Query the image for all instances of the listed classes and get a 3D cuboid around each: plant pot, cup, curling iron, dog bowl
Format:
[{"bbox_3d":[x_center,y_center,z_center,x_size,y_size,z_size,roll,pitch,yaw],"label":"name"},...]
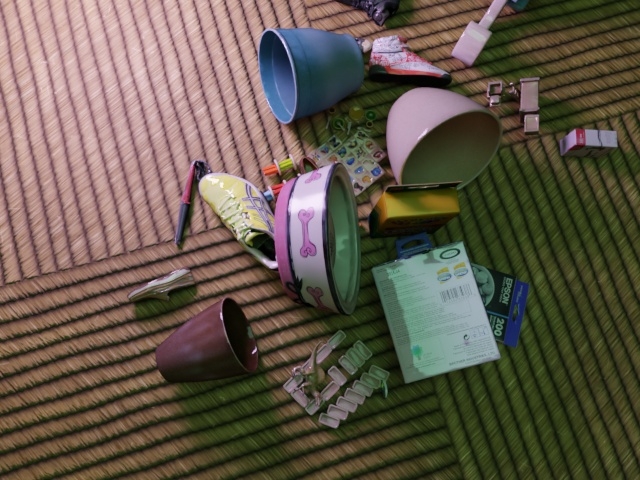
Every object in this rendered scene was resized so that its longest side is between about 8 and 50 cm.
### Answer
[{"bbox_3d":[-0.320,0.295,1.456,0.231,0.215,0.215,-22,80,7],"label":"plant pot"},{"bbox_3d":[0.327,-0.314,1.581,0.331,0.331,0.237,-22,54,-8],"label":"cup"},{"bbox_3d":[-0.391,-0.119,1.607,0.068,0.035,0.273,16,77,0],"label":"curling iron"},{"bbox_3d":[0.000,0.000,1.441,0.151,0.408,0.407,-3,78,14],"label":"dog bowl"},{"bbox_3d":[-0.018,-0.511,1.612,0.255,0.271,0.271,-17,79,-22],"label":"plant pot"}]

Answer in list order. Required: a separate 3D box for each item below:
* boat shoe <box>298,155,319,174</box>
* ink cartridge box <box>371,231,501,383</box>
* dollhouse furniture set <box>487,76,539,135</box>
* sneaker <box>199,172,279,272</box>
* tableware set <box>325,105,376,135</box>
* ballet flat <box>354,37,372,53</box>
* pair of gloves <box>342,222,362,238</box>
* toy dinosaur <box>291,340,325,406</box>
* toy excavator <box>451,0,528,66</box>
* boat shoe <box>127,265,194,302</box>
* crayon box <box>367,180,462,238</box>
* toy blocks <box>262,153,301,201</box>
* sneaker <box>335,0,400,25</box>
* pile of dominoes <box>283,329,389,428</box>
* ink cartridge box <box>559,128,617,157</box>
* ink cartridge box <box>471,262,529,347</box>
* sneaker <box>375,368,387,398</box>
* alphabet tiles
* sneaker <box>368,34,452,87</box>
[{"bbox_3d":[-0.011,-0.178,1.622,0.064,0.060,0.178,-32,83,-3],"label":"boat shoe"},{"bbox_3d":[0.313,0.169,1.506,0.270,0.151,0.395,-17,81,8],"label":"ink cartridge box"},{"bbox_3d":[0.619,-0.412,1.724,0.161,0.101,0.181,1,77,22],"label":"dollhouse furniture set"},{"bbox_3d":[-0.203,-0.060,1.535,0.385,0.147,0.145,41,103,7],"label":"sneaker"},{"bbox_3d":[0.098,-0.388,1.702,0.154,0.024,0.104,14,77,0],"label":"tableware set"},{"bbox_3d":[0.080,-0.634,1.726,0.173,0.049,0.057,8,79,9],"label":"ballet flat"},{"bbox_3d":[0.076,-0.049,1.636,0.074,0.010,0.083,-43,81,-9],"label":"pair of gloves"},{"bbox_3d":[-0.032,0.372,1.507,0.093,0.053,0.183,-1,89,-12],"label":"toy dinosaur"},{"bbox_3d":[0.612,-0.812,1.740,0.222,0.445,0.433,31,37,4],"label":"toy excavator"},{"bbox_3d":[-0.455,0.143,1.536,0.190,0.068,0.072,-24,92,-8],"label":"boat shoe"},{"bbox_3d":[0.257,-0.080,1.496,0.202,0.318,0.081,-5,78,-4],"label":"crayon box"},{"bbox_3d":[-0.136,-0.184,1.628,0.148,0.054,0.123,-23,81,-8],"label":"toy blocks"},{"bbox_3d":[0.152,-0.781,1.756,0.228,0.087,0.130,2,72,-9],"label":"sneaker"},{"bbox_3d":[0.049,0.399,1.535,0.251,0.040,0.196,-44,82,-3],"label":"pile of dominoes"},{"bbox_3d":[0.848,-0.306,1.694,0.135,0.099,0.056,2,78,-3],"label":"ink cartridge box"},{"bbox_3d":[0.516,0.194,1.596,0.208,0.045,0.206,16,77,-1],"label":"ink cartridge box"},{"bbox_3d":[0.172,0.414,1.537,0.035,0.031,0.083,-8,70,1],"label":"sneaker"},{"bbox_3d":[0.079,-0.235,1.663,0.237,0.009,0.198,-40,83,-4],"label":"alphabet tiles"},{"bbox_3d":[0.293,-0.581,1.721,0.270,0.090,0.144,5,80,0],"label":"sneaker"}]
